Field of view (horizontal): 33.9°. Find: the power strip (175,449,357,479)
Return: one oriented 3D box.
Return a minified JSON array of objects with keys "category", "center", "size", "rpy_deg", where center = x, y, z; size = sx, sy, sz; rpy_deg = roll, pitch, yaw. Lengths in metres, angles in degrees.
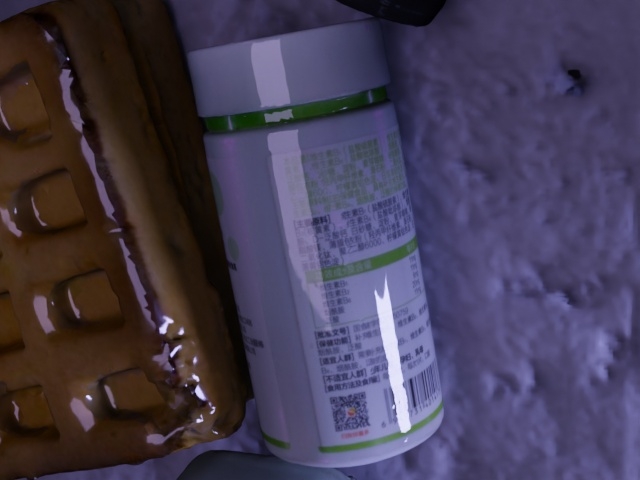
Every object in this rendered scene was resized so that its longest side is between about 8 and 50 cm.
[{"category":"power strip","center":[-0.016,0.218,0.524],"size":[0.229,0.141,0.261],"rpy_deg":[4,120,21]}]

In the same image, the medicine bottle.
[{"category":"medicine bottle","center":[0.000,0.000,0.463],"size":[0.086,0.086,0.183],"rpy_deg":[-5,102,22]}]

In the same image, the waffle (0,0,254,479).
[{"category":"waffle","center":[-0.202,0.019,0.543],"size":[0.328,0.098,0.224],"rpy_deg":[-14,98,26]}]

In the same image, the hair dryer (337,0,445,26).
[{"category":"hair dryer","center":[-0.046,-0.188,0.428],"size":[0.255,0.070,0.128],"rpy_deg":[22,112,8]}]
